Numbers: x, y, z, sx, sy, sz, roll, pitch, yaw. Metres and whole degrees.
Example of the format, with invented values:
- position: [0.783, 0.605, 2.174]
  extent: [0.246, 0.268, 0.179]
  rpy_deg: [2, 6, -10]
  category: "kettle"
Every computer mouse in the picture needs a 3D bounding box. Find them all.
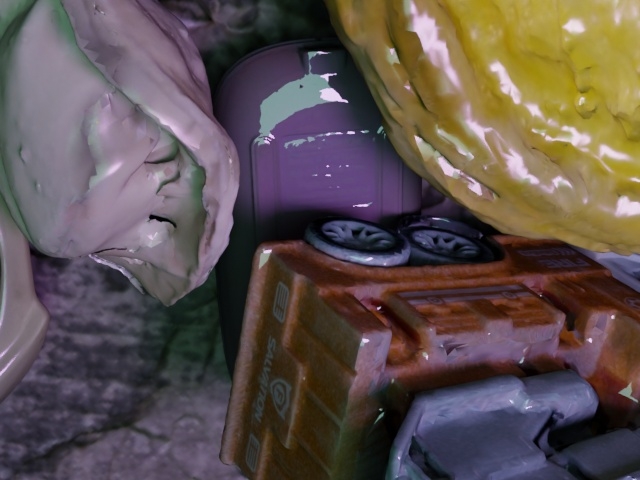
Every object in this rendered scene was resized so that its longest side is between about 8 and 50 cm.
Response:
- position: [0.000, 0.000, 0.531]
  extent: [0.120, 0.057, 0.232]
  rpy_deg: [-7, 116, -9]
  category: "computer mouse"

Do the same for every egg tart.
- position: [0.154, -0.161, 0.446]
  extent: [0.345, 0.132, 0.346]
  rpy_deg: [-3, 113, -8]
  category: "egg tart"

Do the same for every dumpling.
- position: [-0.098, -0.053, 0.448]
  extent: [0.118, 0.136, 0.199]
  rpy_deg: [-36, 114, -26]
  category: "dumpling"

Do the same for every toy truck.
- position: [0.136, 0.079, 0.486]
  extent: [0.338, 0.184, 0.133]
  rpy_deg: [-2, 114, -31]
  category: "toy truck"

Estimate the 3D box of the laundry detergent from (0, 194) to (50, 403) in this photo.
- position: [-0.239, 0.024, 0.488]
  extent: [0.181, 0.091, 0.254]
  rpy_deg: [-10, 113, -10]
  category: "laundry detergent"
